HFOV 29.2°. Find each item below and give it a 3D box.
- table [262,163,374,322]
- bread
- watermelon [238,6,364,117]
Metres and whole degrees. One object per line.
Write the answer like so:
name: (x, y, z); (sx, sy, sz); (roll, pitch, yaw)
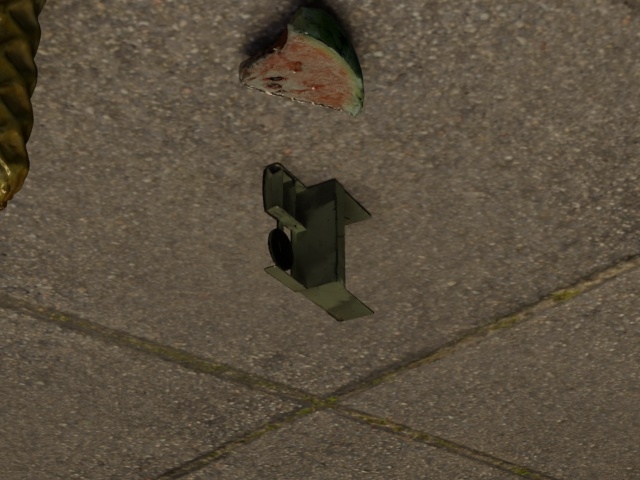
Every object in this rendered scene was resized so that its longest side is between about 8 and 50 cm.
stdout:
table: (0.000, 0.000, 1.535); (0.062, 0.146, 0.175); (-17, 147, 26)
bread: (-0.313, -0.146, 1.160); (0.098, 0.269, 0.087); (-7, 152, 9)
watermelon: (-0.024, -0.195, 1.294); (0.139, 0.071, 0.187); (-3, 158, 16)
